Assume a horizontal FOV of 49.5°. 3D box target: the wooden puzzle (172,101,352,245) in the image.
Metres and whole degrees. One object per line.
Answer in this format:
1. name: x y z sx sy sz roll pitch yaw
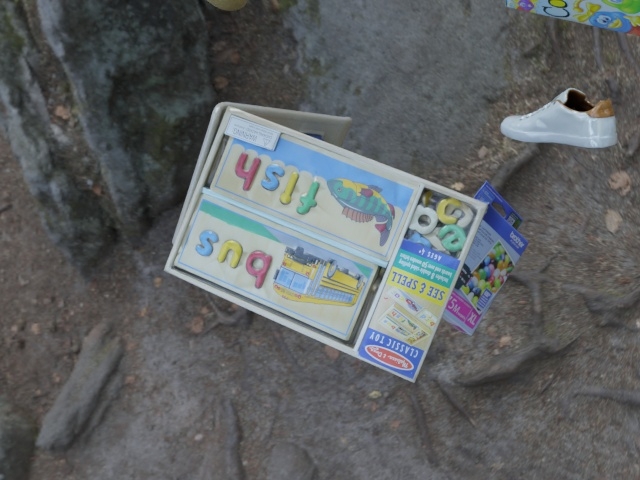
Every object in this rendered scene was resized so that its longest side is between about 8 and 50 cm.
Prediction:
1. wooden puzzle: -0.105 -0.112 1.414 0.080 0.348 0.322 47 127 36

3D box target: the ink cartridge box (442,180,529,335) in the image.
1. ink cartridge box: 0.358 0.041 1.579 0.065 0.186 0.311 21 77 55

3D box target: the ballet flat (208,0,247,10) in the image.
1. ballet flat: -0.113 -0.281 0.530 0.073 0.232 0.080 -6 46 42

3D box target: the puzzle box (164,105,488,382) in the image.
1. puzzle box: 0.000 0.000 1.009 0.409 0.052 0.271 22 93 12

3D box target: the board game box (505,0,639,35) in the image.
1. board game box: 0.448 -0.436 1.093 0.276 0.142 0.144 21 82 20

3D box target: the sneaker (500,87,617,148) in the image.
1. sneaker: 0.528 -0.282 1.550 0.290 0.106 0.123 16 121 51
